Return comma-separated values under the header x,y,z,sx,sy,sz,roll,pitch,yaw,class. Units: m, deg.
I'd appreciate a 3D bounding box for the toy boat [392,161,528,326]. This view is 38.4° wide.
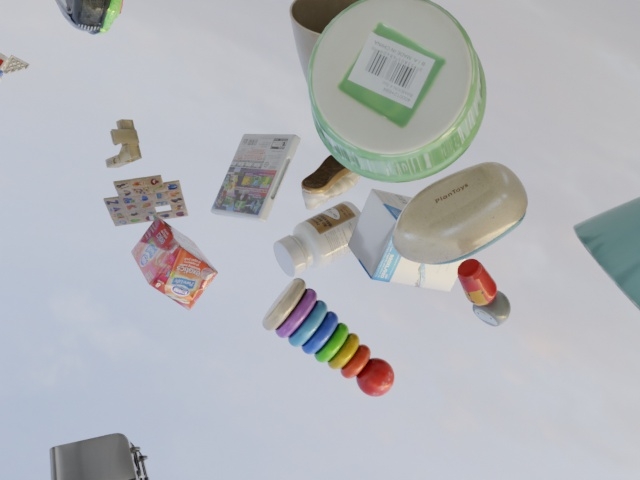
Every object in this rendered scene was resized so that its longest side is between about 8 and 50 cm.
x,y,z,sx,sy,sz,roll,pitch,yaw,class
0.270,0.010,1.687,0.148,0.267,0.318,53,-160,-38,toy boat

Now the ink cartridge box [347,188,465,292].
x,y,z,sx,sy,sz,roll,pitch,yaw,class
0.222,0.002,2.241,0.232,0.168,0.171,10,-155,-27,ink cartridge box

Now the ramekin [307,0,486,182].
x,y,z,sx,sy,sz,roll,pitch,yaw,class
0.121,-0.254,1.510,0.303,0.304,0.148,31,180,11,ramekin

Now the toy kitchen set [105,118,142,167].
x,y,z,sx,sy,sz,roll,pitch,yaw,class
-0.423,-0.198,1.884,0.068,0.075,0.083,-8,-97,-56,toy kitchen set

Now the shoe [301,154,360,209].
x,y,z,sx,sy,sz,roll,pitch,yaw,class
0.032,-0.132,1.913,0.076,0.058,0.219,19,-142,32,shoe

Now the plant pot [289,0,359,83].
x,y,z,sx,sy,sz,roll,pitch,yaw,class
0.060,-0.410,2.123,0.256,0.274,0.257,-1,-138,0,plant pot

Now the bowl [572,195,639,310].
x,y,z,sx,sy,sz,roll,pitch,yaw,class
0.620,0.035,1.650,0.311,0.163,0.311,41,-163,-16,bowl

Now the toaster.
x,y,z,sx,sy,sz,roll,pitch,yaw,class
-0.419,0.445,1.730,0.185,0.168,0.110,-12,-115,-4,toaster

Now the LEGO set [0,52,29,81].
x,y,z,sx,sy,sz,roll,pitch,yaw,class
-0.492,-0.156,1.266,0.060,0.244,0.182,31,-143,-10,LEGO set

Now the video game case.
x,y,z,sx,sy,sz,roll,pitch,yaw,class
-0.133,-0.129,1.853,0.023,0.184,0.201,28,170,-34,video game case

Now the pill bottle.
x,y,z,sx,sy,sz,roll,pitch,yaw,class
0.000,0.000,2.369,0.229,0.131,0.131,-27,-129,-23,pill bottle

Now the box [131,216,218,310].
x,y,z,sx,sy,sz,roll,pitch,yaw,class
-0.367,0.054,2.282,0.128,0.123,0.257,38,-179,-28,box

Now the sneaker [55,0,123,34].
x,y,z,sx,sy,sz,roll,pitch,yaw,class
-0.456,-0.492,1.336,0.202,0.185,0.483,-32,-94,-38,sneaker

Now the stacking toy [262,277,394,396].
x,y,z,sx,sy,sz,roll,pitch,yaw,class
0.034,0.234,2.091,0.330,0.141,0.141,37,-155,-5,stacking toy

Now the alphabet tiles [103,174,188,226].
x,y,z,sx,sy,sz,roll,pitch,yaw,class
-0.450,-0.102,2.354,0.198,0.237,0.009,-8,-114,-4,alphabet tiles
